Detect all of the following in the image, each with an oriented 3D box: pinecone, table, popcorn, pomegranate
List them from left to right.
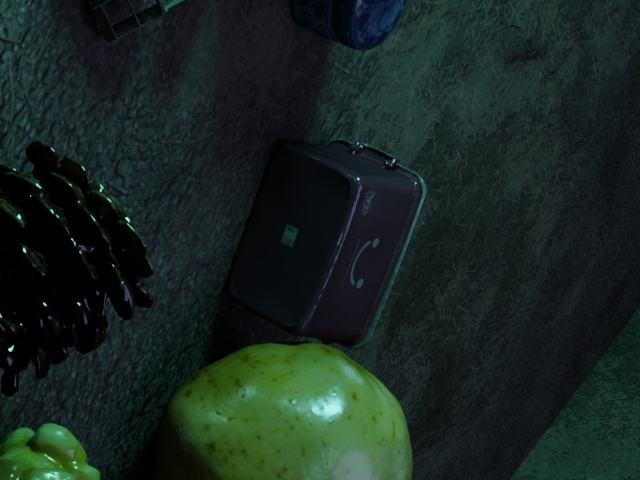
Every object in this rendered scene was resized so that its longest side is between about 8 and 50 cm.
[{"bbox_3d":[-0.300,0.029,1.571,0.272,0.224,0.224,-35,142,-36],"label":"pinecone"},{"bbox_3d":[-0.342,0.355,1.792,0.252,0.215,0.286,-43,144,-28],"label":"popcorn"},{"bbox_3d":[-0.187,-0.315,1.653,0.175,0.062,0.146,-27,147,-4],"label":"table"},{"bbox_3d":[-0.040,0.332,2.113,0.410,0.410,0.410,-44,148,-38],"label":"pomegranate"}]

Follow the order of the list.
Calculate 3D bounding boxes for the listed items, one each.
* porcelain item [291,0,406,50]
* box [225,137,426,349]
[{"bbox_3d":[0.045,-0.334,2.036,0.147,0.114,0.147,-43,146,-39],"label":"porcelain item"},{"bbox_3d":[0.000,0.000,2.175,0.167,0.193,0.294,6,107,-55],"label":"box"}]
